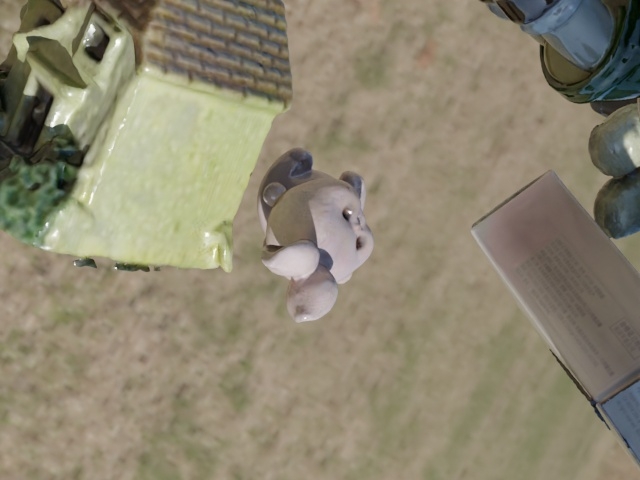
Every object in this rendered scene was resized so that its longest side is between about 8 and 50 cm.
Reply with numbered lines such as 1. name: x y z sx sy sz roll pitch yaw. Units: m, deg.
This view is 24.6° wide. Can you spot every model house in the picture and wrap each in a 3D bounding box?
1. model house: -0.201 -0.155 1.323 0.261 0.321 0.266 9 114 -47

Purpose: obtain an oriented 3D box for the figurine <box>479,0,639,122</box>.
1. figurine: 0.262 -0.127 1.038 0.167 0.370 0.281 -61 -152 10

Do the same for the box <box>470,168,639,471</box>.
1. box: 0.254 0.090 1.278 0.106 0.252 0.203 -37 131 5

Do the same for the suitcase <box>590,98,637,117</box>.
1. suitcase: 0.434 -0.247 1.655 0.066 0.206 0.286 9 106 -44

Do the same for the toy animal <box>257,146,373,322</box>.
1. toy animal: 0.001 -0.002 1.346 0.212 0.124 0.124 -109 -142 -65

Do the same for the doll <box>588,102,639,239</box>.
1. doll: 0.373 -0.090 1.411 0.278 0.149 0.175 -26 153 -27
